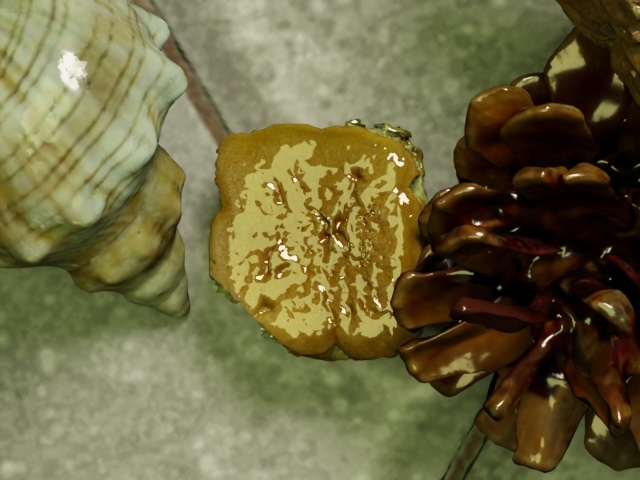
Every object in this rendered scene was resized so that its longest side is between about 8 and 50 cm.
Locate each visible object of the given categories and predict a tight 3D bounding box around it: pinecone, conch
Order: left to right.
[{"bbox_3d":[-0.198,-0.097,0.989,0.203,0.169,0.386,-39,100,3],"label":"conch"},{"bbox_3d":[0.145,0.016,0.926,0.202,0.201,0.229,19,112,14],"label":"pinecone"}]

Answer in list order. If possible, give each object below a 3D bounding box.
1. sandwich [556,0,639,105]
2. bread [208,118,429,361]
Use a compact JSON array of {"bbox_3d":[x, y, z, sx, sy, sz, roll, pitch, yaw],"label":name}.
[{"bbox_3d":[0.228,-0.162,0.861,0.254,0.099,0.288,-33,70,-12],"label":"sandwich"},{"bbox_3d":[0.000,0.000,1.010,0.128,0.069,0.140,-3,90,10],"label":"bread"}]
